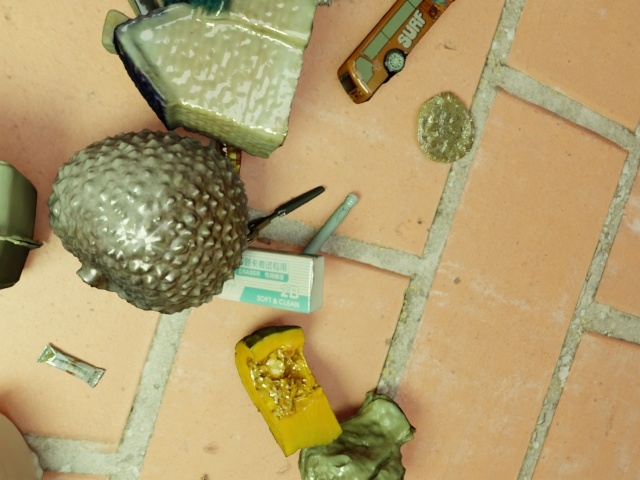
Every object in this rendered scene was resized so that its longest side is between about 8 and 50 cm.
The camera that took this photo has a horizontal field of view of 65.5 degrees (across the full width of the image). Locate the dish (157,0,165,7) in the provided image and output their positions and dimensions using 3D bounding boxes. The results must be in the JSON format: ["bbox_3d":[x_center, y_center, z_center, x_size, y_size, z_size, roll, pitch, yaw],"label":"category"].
[{"bbox_3d":[-0.217,-0.450,0.781,0.154,0.064,0.234,-35,135,-13],"label":"dish"}]

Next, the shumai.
[{"bbox_3d":[0.082,0.416,0.991,0.225,0.261,0.222,23,85,10],"label":"shumai"}]

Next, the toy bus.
[{"bbox_3d":[0.186,-0.436,0.956,0.092,0.093,0.409,41,83,-14],"label":"toy bus"}]

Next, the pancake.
[{"bbox_3d":[0.265,-0.238,1.053,0.151,0.025,0.152,-3,100,-19],"label":"pancake"}]

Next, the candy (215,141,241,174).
[{"bbox_3d":[-0.166,-0.155,0.894,0.053,0.046,0.182,2,99,-27],"label":"candy"}]

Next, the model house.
[{"bbox_3d":[-0.160,-0.310,0.745,0.284,0.243,0.299,14,87,-18],"label":"model house"}]

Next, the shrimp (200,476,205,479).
[{"bbox_3d":[-0.216,0.527,1.001,0.090,0.025,0.127,-8,106,-19],"label":"shrimp"}]

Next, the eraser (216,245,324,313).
[{"bbox_3d":[-0.102,0.062,0.874,0.052,0.225,0.096,-16,109,-63],"label":"eraser"}]

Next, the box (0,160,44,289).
[{"bbox_3d":[-0.503,-0.021,0.665,0.220,0.290,0.166,8,84,-22],"label":"box"}]

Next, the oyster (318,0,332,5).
[{"bbox_3d":[0.048,-0.507,0.915,0.165,0.053,0.109,-21,95,-9],"label":"oyster"}]

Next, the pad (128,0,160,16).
[{"bbox_3d":[-0.223,-0.392,0.849,0.174,0.022,0.233,-31,110,-14],"label":"pad"}]

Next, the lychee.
[{"bbox_3d":[-0.249,-0.037,0.759,0.299,0.300,0.300,-3,100,-20],"label":"lychee"}]

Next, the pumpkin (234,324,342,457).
[{"bbox_3d":[-0.070,0.276,0.954,0.130,0.126,0.248,-20,96,-32],"label":"pumpkin"}]

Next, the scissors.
[{"bbox_3d":[-0.079,-0.052,0.939,0.220,0.088,0.017,-32,119,-25],"label":"scissors"}]

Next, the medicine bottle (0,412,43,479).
[{"bbox_3d":[-0.638,0.426,0.725,0.378,0.213,0.214,-26,107,-15],"label":"medicine bottle"}]

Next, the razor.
[{"bbox_3d":[0.000,0.000,0.969,0.068,0.106,0.232,47,72,-21],"label":"razor"}]

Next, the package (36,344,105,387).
[{"bbox_3d":[-0.437,0.221,0.873,0.110,0.015,0.037,36,80,-23],"label":"package"}]
